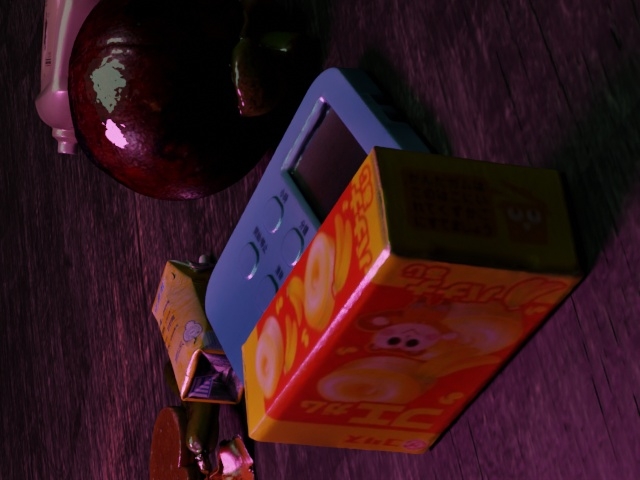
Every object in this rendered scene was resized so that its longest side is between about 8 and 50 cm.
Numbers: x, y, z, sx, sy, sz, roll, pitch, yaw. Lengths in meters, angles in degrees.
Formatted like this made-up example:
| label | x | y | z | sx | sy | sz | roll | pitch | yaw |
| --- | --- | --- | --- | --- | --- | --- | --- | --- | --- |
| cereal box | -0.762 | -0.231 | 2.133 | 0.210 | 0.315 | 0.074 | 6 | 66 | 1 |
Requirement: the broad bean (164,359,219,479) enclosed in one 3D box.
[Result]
| label | x | y | z | sx | sy | sz | roll | pitch | yaw |
| --- | --- | --- | --- | --- | --- | --- | --- | --- | --- |
| broad bean | -0.126 | 0.159 | 1.850 | 0.227 | 0.039 | 0.069 | -111 | 40 | -65 |

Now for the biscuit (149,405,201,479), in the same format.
| label | x | y | z | sx | sy | sz | roll | pitch | yaw |
| --- | --- | --- | --- | --- | --- | --- | --- | --- | --- |
| biscuit | -0.146 | 0.250 | 1.929 | 0.175 | 0.026 | 0.124 | -108 | 29 | -46 |

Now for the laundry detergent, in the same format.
| label | x | y | z | sx | sy | sz | roll | pitch | yaw |
| --- | --- | --- | --- | --- | --- | --- | --- | --- | --- |
| laundry detergent | -0.307 | -0.235 | 2.348 | 0.181 | 0.091 | 0.253 | -162 | 77 | -70 |

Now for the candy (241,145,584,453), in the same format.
| label | x | y | z | sx | sy | sz | roll | pitch | yaw |
| --- | --- | --- | --- | --- | --- | --- | --- | --- | --- |
| candy | 0.055 | 0.050 | 1.295 | 0.276 | 0.146 | 0.088 | 121 | 148 | -52 |

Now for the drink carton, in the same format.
| label | x | y | z | sx | sy | sz | roll | pitch | yaw |
| --- | --- | --- | --- | --- | --- | --- | --- | --- | --- |
| drink carton | -0.121 | 0.072 | 1.837 | 0.200 | 0.075 | 0.084 | -117 | 37 | -51 |

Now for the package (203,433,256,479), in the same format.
| label | x | y | z | sx | sy | sz | roll | pitch | yaw |
| --- | --- | --- | --- | --- | --- | --- | --- | --- | --- |
| package | -0.094 | 0.238 | 1.788 | 0.110 | 0.033 | 0.077 | 134 | 146 | -52 |

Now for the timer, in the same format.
| label | x | y | z | sx | sy | sz | roll | pitch | yaw |
| --- | --- | --- | --- | --- | --- | --- | --- | --- | --- |
| timer | 0.000 | 0.000 | 1.524 | 0.232 | 0.091 | 0.250 | -123 | 46 | -58 |

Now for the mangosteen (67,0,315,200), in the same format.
| label | x | y | z | sx | sy | sz | roll | pitch | yaw |
| --- | --- | --- | --- | --- | --- | --- | --- | --- | --- |
| mangosteen | -0.122 | -0.139 | 1.716 | 0.216 | 0.216 | 0.216 | -176 | 90 | -69 |
